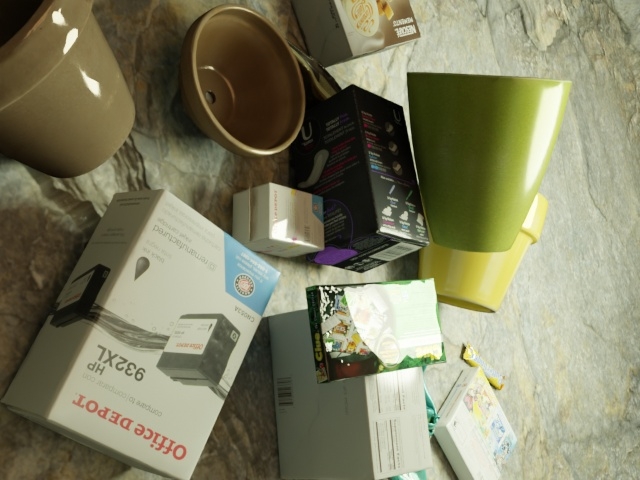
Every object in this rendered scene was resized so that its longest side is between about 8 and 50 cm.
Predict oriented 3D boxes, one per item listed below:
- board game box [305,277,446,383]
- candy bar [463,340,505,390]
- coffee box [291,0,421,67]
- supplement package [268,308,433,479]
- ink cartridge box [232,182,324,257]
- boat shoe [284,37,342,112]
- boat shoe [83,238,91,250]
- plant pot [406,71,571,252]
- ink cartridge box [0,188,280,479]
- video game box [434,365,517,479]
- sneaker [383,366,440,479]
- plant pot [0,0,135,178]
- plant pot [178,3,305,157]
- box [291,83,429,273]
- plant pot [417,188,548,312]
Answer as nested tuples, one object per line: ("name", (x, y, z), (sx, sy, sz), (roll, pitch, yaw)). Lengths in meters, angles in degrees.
("board game box", (0.087, 0.127, 1.215), (0.260, 0.030, 0.136), (1, 77, -44))
("candy bar", (0.354, 0.274, 1.793), (0.161, 0.018, 0.040), (42, 52, -32))
("coffee box", (0.074, -0.423, 1.593), (0.246, 0.098, 0.141), (-27, 101, -48))
("supplement package", (0.044, 0.236, 1.311), (0.145, 0.204, 0.262), (6, 76, -45))
("ink cartridge box", (-0.074, -0.032, 1.334), (0.143, 0.090, 0.092), (13, 70, -45))
("boat shoe", (-0.026, -0.288, 1.470), (0.223, 0.080, 0.073), (42, 46, -40))
("boat shoe", (-0.267, -0.005, 1.147), (0.137, 0.049, 0.043), (-16, 54, -39))
("plant pot", (0.276, -0.135, 1.430), (0.275, 0.275, 0.293), (-10, 107, -49))
("ink cartridge box", (-0.218, 0.121, 1.064), (0.223, 0.129, 0.307), (39, 65, -35))
("video game box", (0.318, 0.396, 1.700), (0.187, 0.048, 0.205), (-45, 114, -42))
("sneaker", (0.157, 0.336, 1.487), (0.107, 0.110, 0.275), (0, 81, -48))
("plant pot", (-0.341, -0.199, 0.985), (0.229, 0.263, 0.263), (52, 45, -50))
("plant pot", (-0.142, -0.237, 1.296), (0.237, 0.110, 0.237), (16, 68, -46))
("box", (0.062, -0.100, 1.421), (0.143, 0.165, 0.270), (13, 62, -46))
("plant pot", (0.298, 0.009, 1.644), (0.254, 0.254, 0.239), (24, 78, -43))
